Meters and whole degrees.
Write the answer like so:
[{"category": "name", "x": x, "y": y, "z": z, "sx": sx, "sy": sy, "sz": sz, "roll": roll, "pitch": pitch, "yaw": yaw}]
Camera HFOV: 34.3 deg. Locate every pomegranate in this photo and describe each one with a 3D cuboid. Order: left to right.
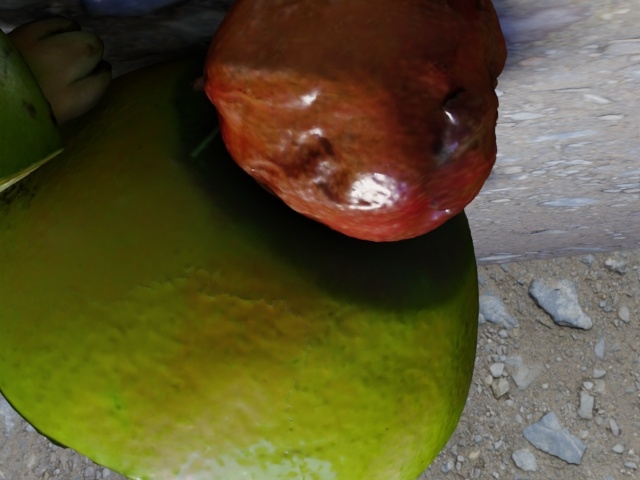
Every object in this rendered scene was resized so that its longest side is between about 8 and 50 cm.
[{"category": "pomegranate", "x": -0.238, "y": -0.088, "z": 0.607, "sx": 0.241, "sy": 0.159, "sz": 0.190, "roll": -29, "pitch": -171, "yaw": -13}]

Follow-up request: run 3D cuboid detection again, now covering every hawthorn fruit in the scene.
[{"category": "hawthorn fruit", "x": 0.022, "y": -0.084, "z": 0.604, "sx": 0.179, "sy": 0.173, "sz": 0.173, "roll": 22, "pitch": 168, "yaw": -12}]

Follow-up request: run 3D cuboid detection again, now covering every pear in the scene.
[{"category": "pear", "x": -0.040, "y": -0.009, "z": 0.744, "sx": 0.399, "sy": 0.399, "sz": 0.165, "roll": 1, "pitch": 138, "yaw": -30}]
